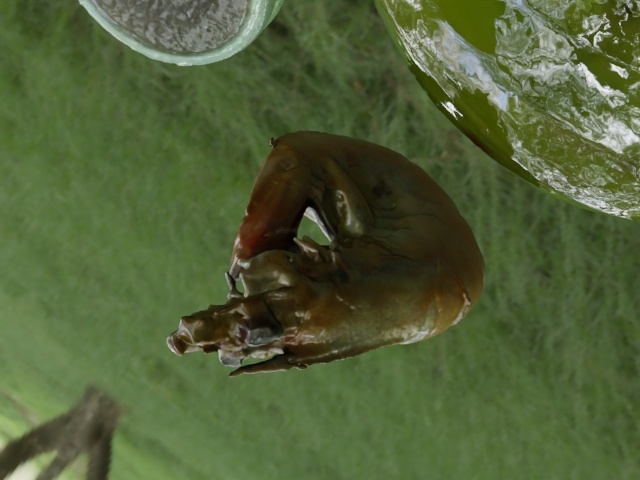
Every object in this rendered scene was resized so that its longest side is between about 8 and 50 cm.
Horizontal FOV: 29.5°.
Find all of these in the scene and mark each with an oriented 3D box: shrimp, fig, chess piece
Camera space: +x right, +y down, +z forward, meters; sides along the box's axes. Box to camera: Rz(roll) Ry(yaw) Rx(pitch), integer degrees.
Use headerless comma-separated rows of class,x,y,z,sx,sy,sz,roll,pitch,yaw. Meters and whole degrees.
shrimp,0.000,0.000,0.693,0.287,0.063,0.152,-14,-112,-54
fig,0.122,-0.118,0.519,0.225,0.203,0.203,24,168,-10
chess piece,-0.070,-0.287,0.958,0.175,0.298,0.176,12,138,11
